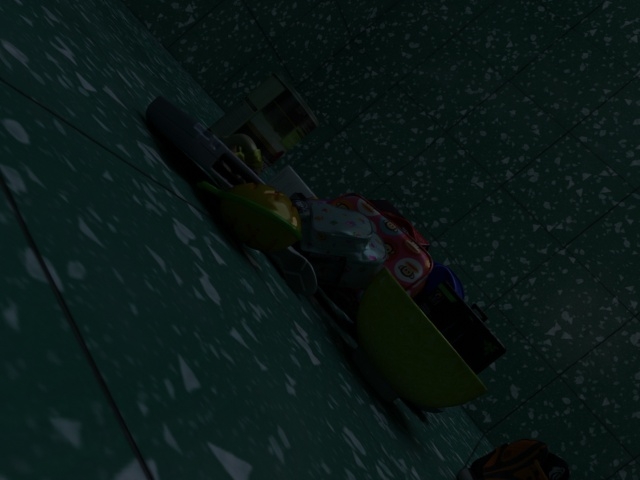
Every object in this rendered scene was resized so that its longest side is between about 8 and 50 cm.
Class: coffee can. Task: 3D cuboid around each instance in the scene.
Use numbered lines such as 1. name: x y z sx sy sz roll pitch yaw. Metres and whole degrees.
1. coffee can: -0.170 -0.326 1.619 0.201 0.275 0.201 50 4 -4

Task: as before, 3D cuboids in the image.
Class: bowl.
1. bowl: 0.151 0.205 1.026 0.289 0.156 0.289 51 3 -4

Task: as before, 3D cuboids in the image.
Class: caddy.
1. caddy: 0.315 0.222 1.732 0.242 0.340 0.179 5 -14 22

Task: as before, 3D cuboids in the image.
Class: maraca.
1. maraca: -0.110 -0.044 0.866 0.186 0.099 0.127 25 -14 18

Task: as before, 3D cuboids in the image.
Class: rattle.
1. rattle: -0.240 -0.189 1.294 0.200 0.143 0.130 35 -38 31

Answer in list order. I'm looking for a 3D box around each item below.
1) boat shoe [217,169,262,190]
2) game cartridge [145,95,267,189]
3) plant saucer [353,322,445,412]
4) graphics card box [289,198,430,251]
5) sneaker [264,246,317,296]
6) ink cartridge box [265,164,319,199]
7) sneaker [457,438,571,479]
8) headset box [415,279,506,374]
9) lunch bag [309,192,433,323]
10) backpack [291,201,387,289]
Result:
1. boat shoe: -0.157 -0.116 1.206 0.066 0.066 0.183 60 9 25
2. game cartridge: -0.173 -0.131 0.992 0.196 0.060 0.294 43 0 41
3. plant saucer: 0.179 0.290 1.338 0.317 0.044 0.317 48 7 -8
4. graphics card box: 0.092 -0.018 1.538 0.371 0.094 0.232 -3 39 -32
5. sneaker: -0.055 0.039 1.021 0.152 0.054 0.061 51 0 15
6. ink cartridge box: -0.067 -0.143 2.281 0.306 0.131 0.226 49 3 6
7. sneaker: 0.368 0.453 0.961 0.124 0.180 0.321 49 3 -18
8. headset box: 0.335 0.285 1.535 0.246 0.283 0.131 52 4 22
9. lunch bag: 0.105 0.028 1.282 0.293 0.258 0.120 45 -24 20
10. backpack: 0.040 0.015 1.120 0.189 0.144 0.165 18 25 -14
